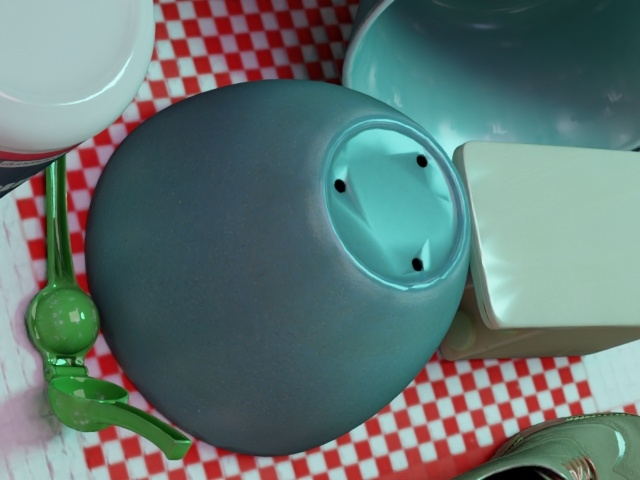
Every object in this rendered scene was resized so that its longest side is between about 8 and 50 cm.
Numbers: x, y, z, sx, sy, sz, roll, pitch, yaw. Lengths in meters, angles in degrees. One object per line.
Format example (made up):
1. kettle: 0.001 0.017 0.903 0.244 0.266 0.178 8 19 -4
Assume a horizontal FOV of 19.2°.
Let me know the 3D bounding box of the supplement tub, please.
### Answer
1. supplement tub: -0.247 -0.114 1.214 0.191 0.272 0.191 12 68 -32

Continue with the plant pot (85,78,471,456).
1. plant pot: 0.000 0.000 1.401 0.290 0.195 0.290 13 67 -32

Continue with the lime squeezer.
1. lime squeezer: -0.169 0.062 1.326 0.058 0.110 0.310 -8 47 -21

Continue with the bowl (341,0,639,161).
1. bowl: 0.165 -0.202 1.548 0.311 0.311 0.163 17 49 -30

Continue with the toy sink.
1. toy sink: 0.168 0.013 1.558 0.234 0.131 0.153 0 74 -41

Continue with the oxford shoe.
1. oxford shoe: 0.182 0.214 1.497 0.348 0.130 0.123 -20 86 -38

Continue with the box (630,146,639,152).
1. box: 0.354 -0.033 1.720 0.153 0.108 0.207 20 63 -28
